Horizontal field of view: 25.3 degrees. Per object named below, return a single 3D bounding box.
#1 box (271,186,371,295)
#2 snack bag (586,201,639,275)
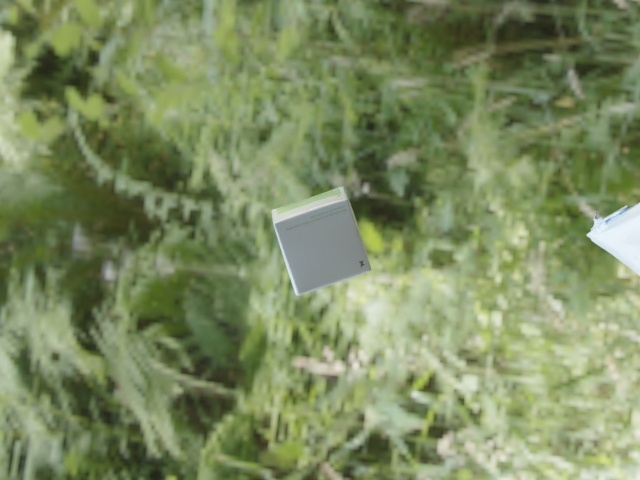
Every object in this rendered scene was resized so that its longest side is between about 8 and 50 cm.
[{"bbox_3d":[0.000,0.000,1.792,0.087,0.101,0.102,-105,-4,-75],"label":"box"},{"bbox_3d":[0.475,0.045,1.438,0.037,0.342,0.323,-54,8,-29],"label":"snack bag"}]
